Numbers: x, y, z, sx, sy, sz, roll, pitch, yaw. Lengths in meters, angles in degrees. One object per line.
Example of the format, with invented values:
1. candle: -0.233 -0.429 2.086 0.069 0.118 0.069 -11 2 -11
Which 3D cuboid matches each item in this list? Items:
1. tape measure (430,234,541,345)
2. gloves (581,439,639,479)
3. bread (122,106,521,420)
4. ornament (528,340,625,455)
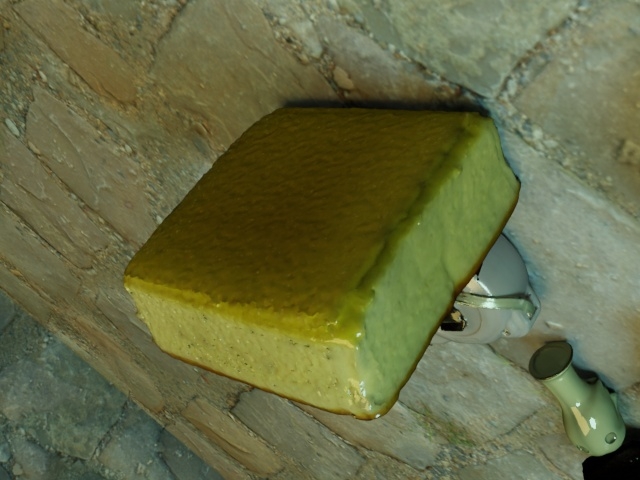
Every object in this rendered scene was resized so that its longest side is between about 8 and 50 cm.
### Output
1. tape measure: 0.150 0.052 1.029 0.178 0.105 0.196 49 150 -16
2. gloves: 0.430 0.296 1.085 0.181 0.106 0.129 -18 134 20
3. bread: 0.000 0.000 0.904 0.333 0.323 0.143 11 141 42
4. ornament: 0.326 0.201 1.075 0.156 0.081 0.075 52 -172 -17
